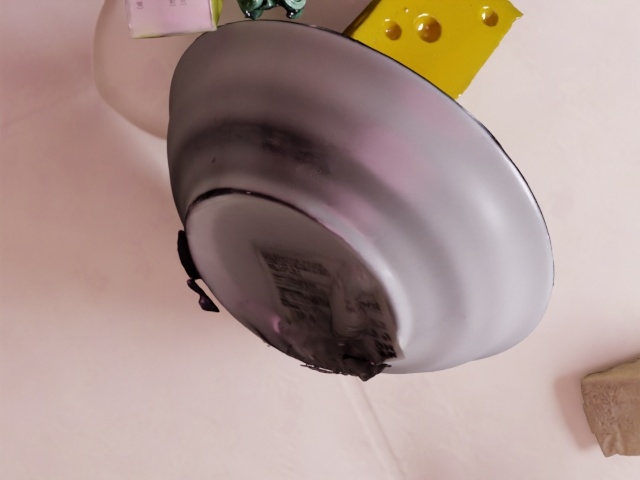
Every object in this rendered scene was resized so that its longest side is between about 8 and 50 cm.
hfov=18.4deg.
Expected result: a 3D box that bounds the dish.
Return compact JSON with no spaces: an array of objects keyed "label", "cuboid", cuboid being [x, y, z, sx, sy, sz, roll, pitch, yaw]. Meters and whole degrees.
[{"label":"dish","cuboid":[0.000,0.000,1.354,0.316,0.106,0.316,24,144,19]}]

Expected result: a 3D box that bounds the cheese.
[{"label":"cheese","cuboid":[0.062,-0.130,1.427,0.093,0.126,0.171,42,84,-6]}]

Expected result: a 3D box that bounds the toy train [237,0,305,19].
[{"label":"toy train","cuboid":[-0.022,-0.201,1.385,0.050,0.122,0.081,-3,107,35]}]

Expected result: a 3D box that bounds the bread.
[{"label":"bread","cuboid":[0.292,0.112,1.531,0.152,0.105,0.077,-5,111,35]}]

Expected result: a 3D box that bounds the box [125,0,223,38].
[{"label":"box","cuboid":[-0.109,-0.280,1.322,0.062,0.175,0.261,-7,107,2]}]
